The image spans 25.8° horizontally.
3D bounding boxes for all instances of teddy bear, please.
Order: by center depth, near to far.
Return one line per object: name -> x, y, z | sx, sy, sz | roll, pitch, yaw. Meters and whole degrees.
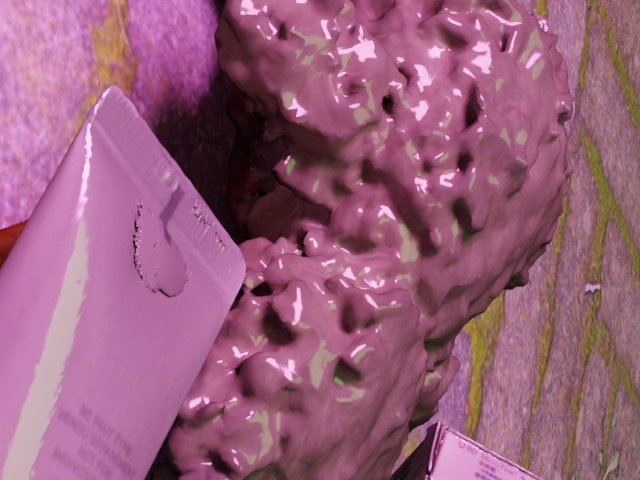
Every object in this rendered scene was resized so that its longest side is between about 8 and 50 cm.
teddy bear -> 0.000, 0.000, 0.791 | 0.367, 0.224, 0.357 | -51, 140, -31

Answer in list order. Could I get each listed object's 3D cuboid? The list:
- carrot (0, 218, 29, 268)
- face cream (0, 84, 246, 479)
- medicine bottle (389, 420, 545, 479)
carrot -> -0.124, 0.015, 0.633 | 0.186, 0.060, 0.060 | -39, 126, -59
face cream -> -0.120, 0.103, 0.543 | 0.314, 0.089, 0.143 | -61, 145, -22
medicine bottle -> 0.109, 0.216, 0.925 | 0.052, 0.171, 0.201 | -61, 180, -36
